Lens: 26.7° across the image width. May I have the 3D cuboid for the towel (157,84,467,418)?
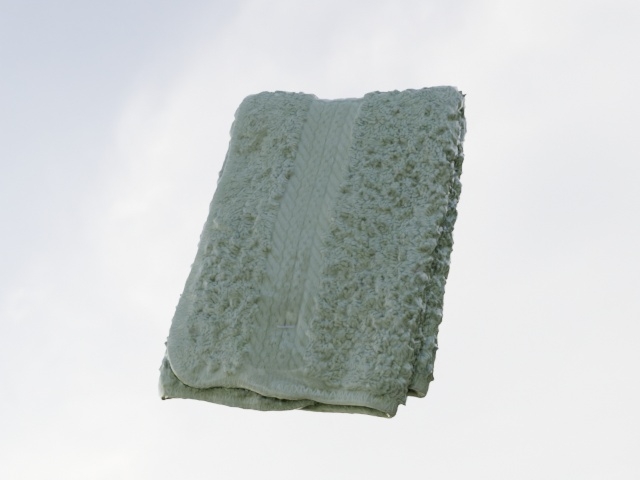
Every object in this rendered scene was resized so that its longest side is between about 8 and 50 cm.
[{"bbox_3d":[0.000,0.000,0.524,0.110,0.148,0.027,0,-33,23],"label":"towel"}]
